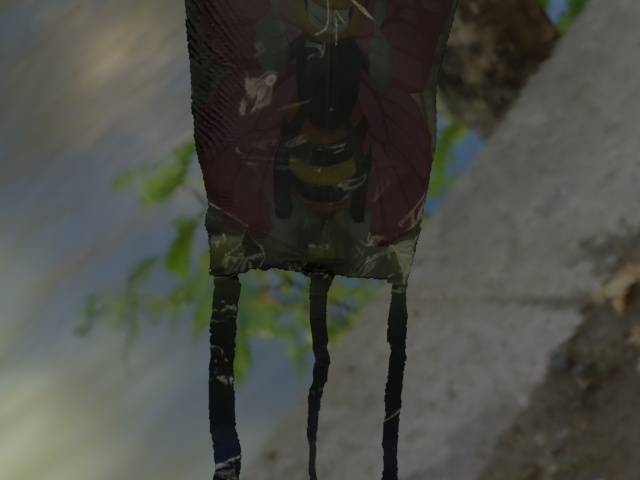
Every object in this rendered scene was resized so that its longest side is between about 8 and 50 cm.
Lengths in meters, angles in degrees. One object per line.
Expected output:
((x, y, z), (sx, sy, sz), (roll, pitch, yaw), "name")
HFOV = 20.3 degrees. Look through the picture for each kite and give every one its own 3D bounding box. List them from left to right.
((-0.003, 0.000, 0.845), (0.022, 0.204, 0.360), (0, 87, 42), "kite")
